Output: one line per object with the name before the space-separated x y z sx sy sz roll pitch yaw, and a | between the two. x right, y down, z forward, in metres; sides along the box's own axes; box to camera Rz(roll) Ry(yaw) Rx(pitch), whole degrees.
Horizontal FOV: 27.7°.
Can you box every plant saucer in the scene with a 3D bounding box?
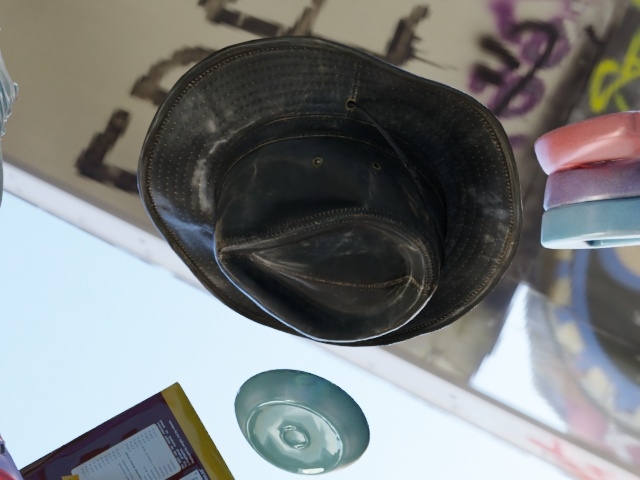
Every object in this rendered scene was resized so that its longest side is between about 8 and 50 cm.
plant saucer | -0.019 0.158 1.078 0.021 0.119 0.119 -64 -16 -50

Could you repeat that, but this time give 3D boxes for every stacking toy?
stacking toy | 0.346 -0.030 1.043 0.309 0.279 0.130 0 -97 -34

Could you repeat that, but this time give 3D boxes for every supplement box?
supplement box | -0.172 0.269 1.190 0.194 0.191 0.129 -28 -11 -17

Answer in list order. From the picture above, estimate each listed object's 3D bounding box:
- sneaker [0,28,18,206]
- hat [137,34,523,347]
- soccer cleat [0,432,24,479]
sneaker | -0.238 -0.087 0.922 0.075 0.057 0.161 -4 -98 -64
hat | 0.000 0.000 1.064 0.134 0.331 0.331 -76 -7 -53
soccer cleat | -0.236 0.127 0.576 0.248 0.095 0.083 -17 -37 -57
